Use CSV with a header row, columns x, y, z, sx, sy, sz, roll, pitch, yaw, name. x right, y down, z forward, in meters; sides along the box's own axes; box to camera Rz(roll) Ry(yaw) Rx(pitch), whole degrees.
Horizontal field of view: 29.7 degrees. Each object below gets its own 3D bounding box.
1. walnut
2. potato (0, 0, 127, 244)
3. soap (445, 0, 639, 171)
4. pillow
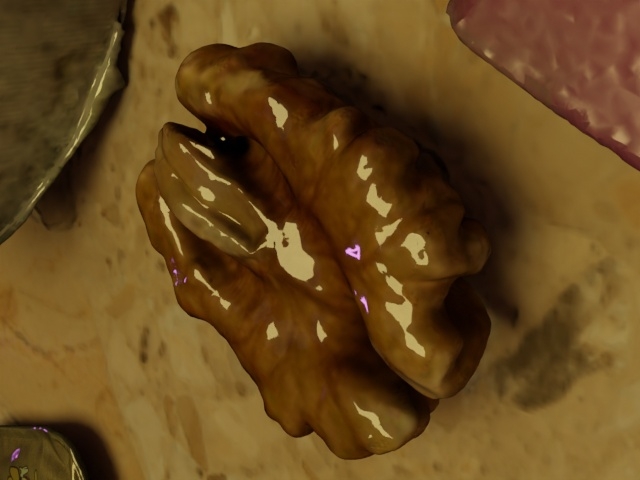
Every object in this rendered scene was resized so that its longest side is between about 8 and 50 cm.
x,y,z,sx,sy,sz,roll,pitch,yaw,name
0.000,0.000,0.477,0.170,0.069,0.143,48,131,22,walnut
-0.260,-0.103,0.591,0.264,0.211,0.189,46,131,26,potato
0.158,-0.122,0.286,0.181,0.081,0.259,40,127,26,soap
-0.146,0.210,0.701,0.130,0.033,0.217,-7,99,44,pillow
